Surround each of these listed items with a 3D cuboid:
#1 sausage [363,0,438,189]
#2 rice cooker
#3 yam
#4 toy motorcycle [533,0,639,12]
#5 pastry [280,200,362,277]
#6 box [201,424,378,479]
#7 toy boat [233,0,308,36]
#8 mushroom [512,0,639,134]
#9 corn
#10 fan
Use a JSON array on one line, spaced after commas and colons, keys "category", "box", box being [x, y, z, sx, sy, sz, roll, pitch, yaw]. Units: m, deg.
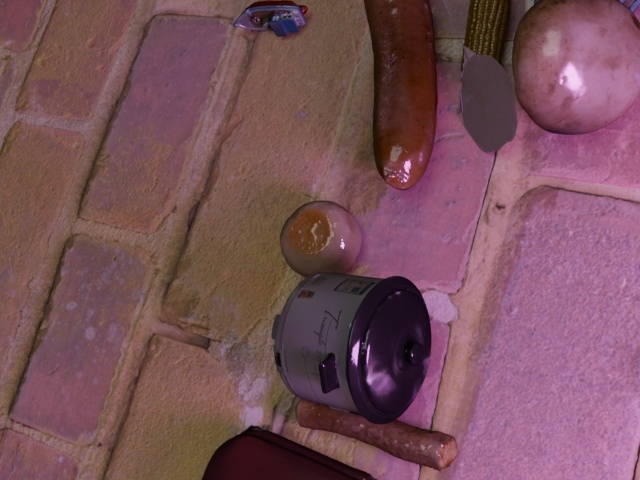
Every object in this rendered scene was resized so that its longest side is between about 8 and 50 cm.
[{"category": "sausage", "box": [0.157, -0.324, 1.602, 0.123, 0.136, 0.501, -24, 61, 48]}, {"category": "rice cooker", "box": [0.066, 0.173, 1.397, 0.227, 0.280, 0.241, 5, 106, 37]}, {"category": "yam", "box": [0.086, 0.323, 1.440, 0.299, 0.066, 0.066, 11, 77, 31]}, {"category": "toy motorcycle", "box": [0.498, -0.500, 1.493, 0.206, 0.154, 0.260, 12, 84, 7]}, {"category": "pastry", "box": [0.000, 0.000, 1.588, 0.156, 0.092, 0.156, -6, 77, 27]}, {"category": "box", "box": [-0.039, 0.485, 1.414, 0.404, 0.108, 0.263, 17, 79, 31]}, {"category": "toy boat", "box": [-0.111, -0.483, 1.837, 0.173, 0.069, 0.059, 5, 66, 24]}, {"category": "mushroom", "box": [0.433, -0.304, 1.413, 0.255, 0.184, 0.255, 1, 86, -8]}, {"category": "corn", "box": [0.310, -0.389, 1.579, 0.080, 0.080, 0.238, 5, 78, 29]}, {"category": "fan", "box": [0.274, -0.308, 1.506, 0.010, 0.182, 0.310, -15, 80, -21]}]
